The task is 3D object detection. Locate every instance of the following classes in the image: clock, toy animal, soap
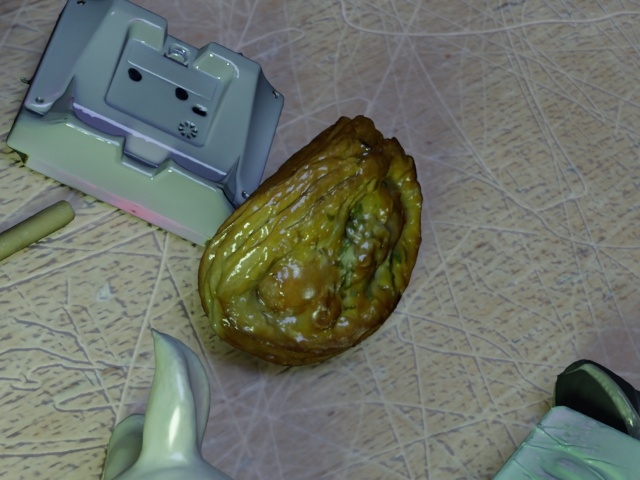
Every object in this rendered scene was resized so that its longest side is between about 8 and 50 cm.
[{"bbox_3d":[-0.163,-0.119,1.816,0.253,0.083,0.186,24,49,-12],"label":"clock"},{"bbox_3d":[-0.147,0.265,1.479,0.241,0.196,0.367,24,51,-10],"label":"toy animal"},{"bbox_3d":[0.208,0.270,1.703,0.150,0.094,0.261,21,41,26],"label":"soap"}]

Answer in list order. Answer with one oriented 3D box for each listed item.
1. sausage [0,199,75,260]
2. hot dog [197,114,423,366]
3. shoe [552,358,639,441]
[{"bbox_3d":[-0.274,-0.002,1.710,0.024,0.024,0.132,49,48,10],"label":"sausage"},{"bbox_3d":[0.000,0.000,1.778,0.122,0.196,0.272,7,32,33],"label":"hot dog"},{"bbox_3d":[0.321,0.208,1.851,0.112,0.099,0.227,-24,75,-46],"label":"shoe"}]
